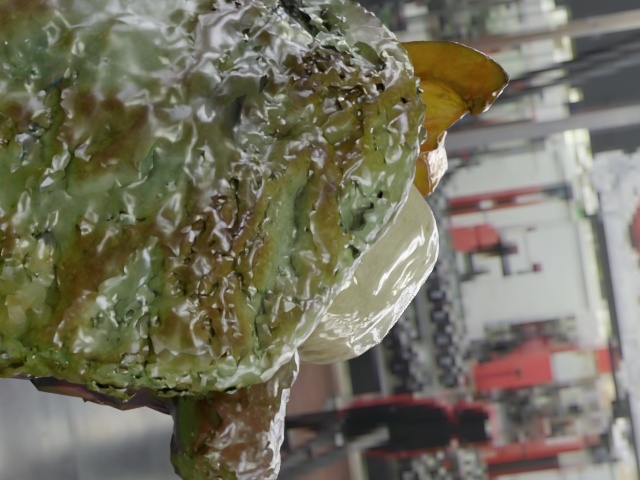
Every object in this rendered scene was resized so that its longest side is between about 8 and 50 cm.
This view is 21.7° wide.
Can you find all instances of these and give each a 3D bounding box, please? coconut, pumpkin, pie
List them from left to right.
[{"bbox_3d":[-0.155,-0.071,1.065,0.180,0.418,0.395,119,-4,-63],"label":"pie"},{"bbox_3d":[0.000,0.000,1.494,0.224,0.224,0.224,-8,90,-83],"label":"coconut"},{"bbox_3d":[0.038,-0.124,1.746,0.258,0.290,0.095,97,7,-49],"label":"pumpkin"}]
